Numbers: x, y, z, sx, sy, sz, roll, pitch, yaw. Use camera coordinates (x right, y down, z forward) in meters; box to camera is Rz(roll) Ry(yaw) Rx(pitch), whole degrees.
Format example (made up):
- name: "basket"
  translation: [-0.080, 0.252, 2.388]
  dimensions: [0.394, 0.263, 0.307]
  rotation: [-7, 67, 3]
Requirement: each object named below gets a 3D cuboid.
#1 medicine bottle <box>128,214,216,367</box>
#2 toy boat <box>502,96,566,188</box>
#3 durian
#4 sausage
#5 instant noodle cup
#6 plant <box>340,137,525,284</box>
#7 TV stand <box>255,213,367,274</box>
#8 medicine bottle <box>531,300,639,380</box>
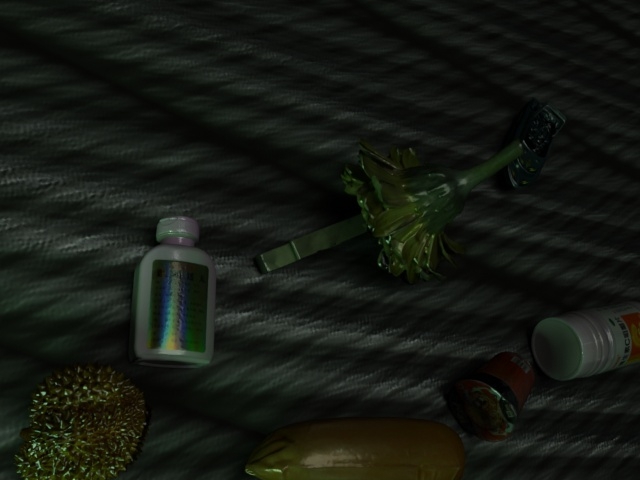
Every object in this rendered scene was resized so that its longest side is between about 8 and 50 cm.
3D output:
- name: "medicine bottle"
  translation: [-0.213, 0.074, 1.016]
  dimensions: [0.115, 0.078, 0.219]
  rotation: [8, 68, -25]
- name: "toy boat"
  translation: [0.453, -0.204, 1.497]
  dimensions: [0.093, 0.103, 0.246]
  rotation: [37, 60, -14]
- name: "durian"
  translation: [-0.298, 0.231, 0.879]
  dimensions: [0.168, 0.137, 0.158]
  rotation: [-2, 94, -22]
- name: "sausage"
  translation: [0.056, 0.323, 1.047]
  dimensions: [0.354, 0.134, 0.115]
  rotation: [11, 91, -29]
- name: "instant noodle cup"
  translation: [0.314, 0.267, 1.234]
  dimensions: [0.136, 0.127, 0.127]
  rotation: [-32, 90, -43]
- name: "plant"
  translation: [0.195, -0.048, 1.207]
  dimensions: [0.306, 0.297, 0.261]
  rotation: [-30, 122, -69]
- name: "TV stand"
  translation: [0.000, 0.000, 1.191]
  dimensions: [0.249, 0.042, 0.036]
  rotation: [-22, 88, -34]
- name: "medicine bottle"
  translation: [0.551, 0.197, 1.383]
  dimensions: [0.250, 0.133, 0.133]
  rotation: [-3, 74, -31]
